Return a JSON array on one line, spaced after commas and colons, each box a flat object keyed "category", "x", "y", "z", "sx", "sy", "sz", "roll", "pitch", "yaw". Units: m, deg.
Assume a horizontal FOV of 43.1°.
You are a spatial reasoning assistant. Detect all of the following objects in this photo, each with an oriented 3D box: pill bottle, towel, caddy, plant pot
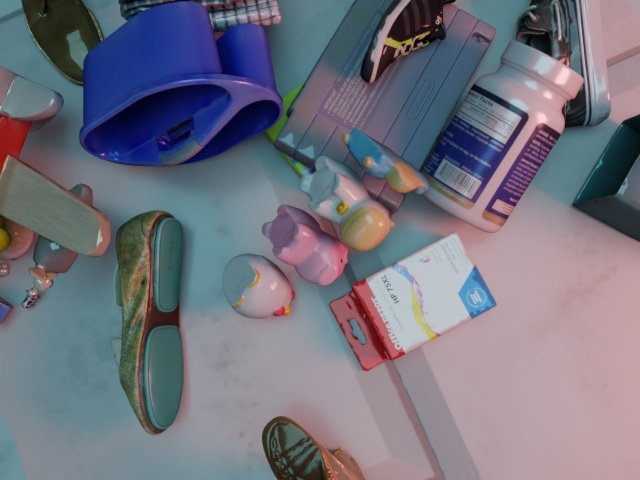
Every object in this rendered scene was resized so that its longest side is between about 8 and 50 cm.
[{"category": "pill bottle", "x": 0.272, "y": -0.157, "z": 1.230, "sx": 0.153, "sy": 0.153, "sz": 0.264, "roll": 32, "pitch": 103, "yaw": 6}, {"category": "towel", "x": -0.194, "y": -0.434, "z": 1.272, "sx": 0.235, "sy": 0.121, "sz": 0.283, "roll": -9, "pitch": 43, "yaw": 0}, {"category": "caddy", "x": -0.212, "y": -0.204, "z": 1.218, "sx": 0.341, "sy": 0.241, "sz": 0.179, "roll": -19, "pitch": 71, "yaw": 42}, {"category": "plant pot", "x": 0.551, "y": -0.066, "z": 1.237, "sx": 0.234, "sy": 0.165, "sz": 0.165, "roll": 33, "pitch": 86, "yaw": -2}]

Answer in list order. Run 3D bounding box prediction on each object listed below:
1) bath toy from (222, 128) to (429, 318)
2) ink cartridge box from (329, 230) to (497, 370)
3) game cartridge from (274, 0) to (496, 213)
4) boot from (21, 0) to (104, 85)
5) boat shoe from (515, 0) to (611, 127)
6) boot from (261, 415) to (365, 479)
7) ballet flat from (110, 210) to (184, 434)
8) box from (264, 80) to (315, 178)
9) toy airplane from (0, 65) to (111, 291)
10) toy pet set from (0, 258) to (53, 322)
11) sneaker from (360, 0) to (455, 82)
[{"category": "bath toy", "x": 0.000, "y": 0.000, "z": 1.222, "sx": 0.348, "sy": 0.129, "sz": 0.151, "roll": -44, "pitch": 51, "yaw": 22}, {"category": "ink cartridge box", "x": 0.140, "y": 0.099, "z": 1.275, "sx": 0.231, "sy": 0.078, "sz": 0.134, "roll": -28, "pitch": 82, "yaw": 0}, {"category": "game cartridge", "x": 0.104, "y": -0.246, "z": 1.304, "sx": 0.230, "sy": 0.068, "sz": 0.355, "roll": 29, "pitch": 76, "yaw": 6}, {"category": "boot", "x": -0.450, "y": -0.401, "z": 1.337, "sx": 0.112, "sy": 0.115, "sz": 0.305, "roll": -25, "pitch": 95, "yaw": -7}, {"category": "boat shoe", "x": 0.373, "y": -0.342, "z": 1.294, "sx": 0.119, "sy": 0.121, "sz": 0.335, "roll": -11, "pitch": 85, "yaw": -3}, {"category": "boot", "x": -0.002, "y": 0.337, "z": 1.209, "sx": 0.077, "sy": 0.165, "sz": 0.213, "roll": -42, "pitch": 89, "yaw": 3}, {"category": "ballet flat", "x": -0.280, "y": 0.127, "z": 1.285, "sx": 0.123, "sy": 0.123, "sz": 0.348, "roll": 0, "pitch": 84, "yaw": 3}, {"category": "box", "x": -0.010, "y": -0.160, "z": 1.331, "sx": 0.109, "sy": 0.042, "sz": 0.178, "roll": -38, "pitch": 83, "yaw": -4}, {"category": "toy airplane", "x": -0.518, "y": -0.079, "z": 1.240, "sx": 0.385, "sy": 0.272, "sz": 0.386, "roll": -19, "pitch": 58, "yaw": 2}, {"category": "toy pet set", "x": -0.523, "y": 0.075, "z": 1.317, "sx": 0.122, "sy": 0.065, "sz": 0.114, "roll": 34, "pitch": 86, "yaw": 7}, {"category": "sneaker", "x": 0.148, "y": -0.333, "z": 1.256, "sx": 0.097, "sy": 0.084, "sz": 0.234, "roll": 31, "pitch": 76, "yaw": 1}]
